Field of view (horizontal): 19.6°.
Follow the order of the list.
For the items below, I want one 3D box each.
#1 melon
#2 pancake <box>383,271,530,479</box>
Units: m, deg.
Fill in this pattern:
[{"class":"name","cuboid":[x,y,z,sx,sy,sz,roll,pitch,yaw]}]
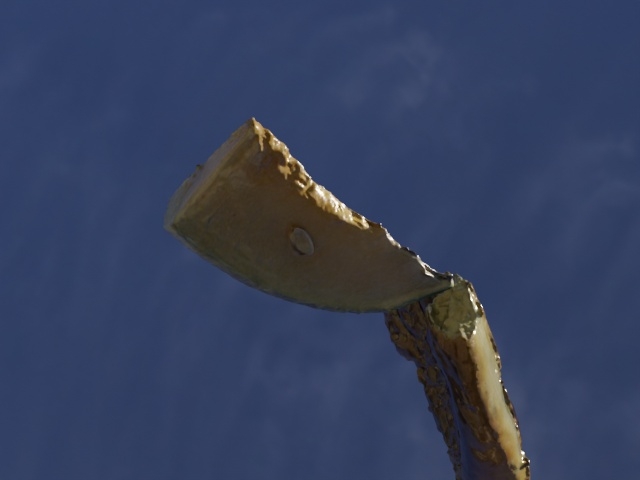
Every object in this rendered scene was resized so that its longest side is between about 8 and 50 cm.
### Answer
[{"class":"melon","cuboid":[-0.007,0.004,1.188,0.098,0.182,0.054,-42,-155,24]},{"class":"pancake","cuboid":[0.087,0.108,1.465,0.057,0.266,0.244,-25,-128,-19]}]
